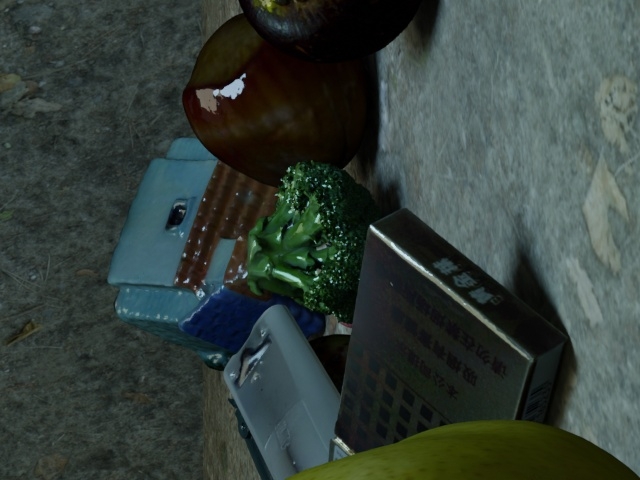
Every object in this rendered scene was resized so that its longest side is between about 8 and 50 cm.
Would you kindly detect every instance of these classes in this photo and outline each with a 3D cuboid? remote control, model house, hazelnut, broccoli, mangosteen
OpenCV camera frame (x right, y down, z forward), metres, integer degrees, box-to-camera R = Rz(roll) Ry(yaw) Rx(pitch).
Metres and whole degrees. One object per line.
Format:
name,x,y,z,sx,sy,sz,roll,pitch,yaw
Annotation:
remote control,-0.026,0.188,1.567,0.109,0.055,0.313,-55,38,19
model house,-0.091,0.012,2.140,0.329,0.251,0.295,-4,63,58
hazelnut,-0.038,-0.159,1.798,0.229,0.229,0.229,178,90,-80
broccoli,0.000,0.000,1.684,0.195,0.156,0.195,179,90,-88
mangosteen,0.021,-0.269,1.526,0.217,0.192,0.192,-31,-52,-57

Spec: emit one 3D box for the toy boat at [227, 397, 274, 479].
toy boat,-0.039,0.303,2.190,0.246,0.103,0.093,62,141,38

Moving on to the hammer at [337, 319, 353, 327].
hammer,0.037,0.059,1.808,0.043,0.043,0.083,-113,24,-63

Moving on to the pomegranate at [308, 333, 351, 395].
pomegranate,0.018,0.185,1.689,0.148,0.148,0.169,-109,13,-58

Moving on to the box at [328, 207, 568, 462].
box,0.092,0.149,1.283,0.180,0.047,0.325,40,140,32

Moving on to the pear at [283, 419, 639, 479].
pear,0.068,0.280,0.839,0.418,0.362,0.362,-59,-21,-54
